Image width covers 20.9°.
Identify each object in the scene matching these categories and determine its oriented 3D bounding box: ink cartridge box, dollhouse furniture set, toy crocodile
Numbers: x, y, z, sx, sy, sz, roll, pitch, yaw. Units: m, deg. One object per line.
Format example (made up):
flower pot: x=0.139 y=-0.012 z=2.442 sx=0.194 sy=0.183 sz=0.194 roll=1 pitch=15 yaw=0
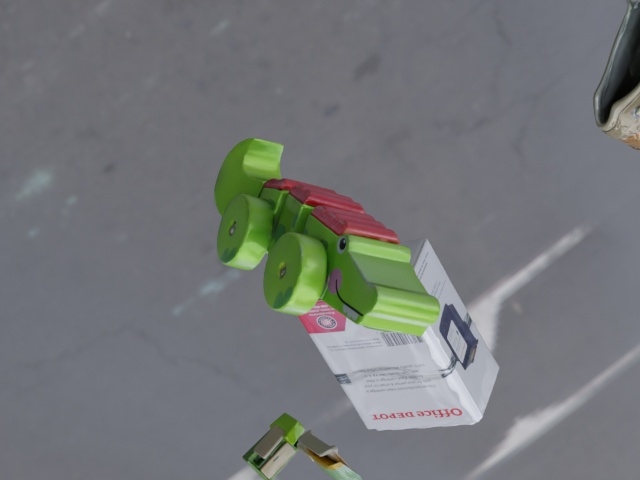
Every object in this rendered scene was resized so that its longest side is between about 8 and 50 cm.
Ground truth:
ink cartridge box: x=0.097 y=0.123 z=2.201 sx=0.172 sy=0.237 sz=0.100 roll=-8 pitch=-142 yaw=33
dollhouse furniture set: x=-0.017 y=0.217 z=1.654 sx=0.058 sy=0.152 sz=0.076 roll=-47 pitch=118 yaw=-11
toy crocodile: x=0.000 y=0.000 z=1.462 sx=0.115 sy=0.340 sz=0.105 roll=13 pitch=100 yaw=-25

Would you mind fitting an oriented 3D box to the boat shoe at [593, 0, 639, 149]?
boat shoe: x=0.350 y=-0.229 z=1.662 sx=0.103 sy=0.113 sz=0.302 roll=9 pitch=103 yaw=-25
